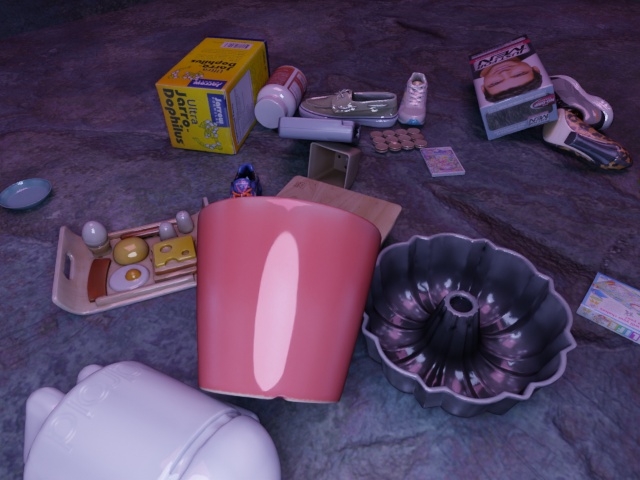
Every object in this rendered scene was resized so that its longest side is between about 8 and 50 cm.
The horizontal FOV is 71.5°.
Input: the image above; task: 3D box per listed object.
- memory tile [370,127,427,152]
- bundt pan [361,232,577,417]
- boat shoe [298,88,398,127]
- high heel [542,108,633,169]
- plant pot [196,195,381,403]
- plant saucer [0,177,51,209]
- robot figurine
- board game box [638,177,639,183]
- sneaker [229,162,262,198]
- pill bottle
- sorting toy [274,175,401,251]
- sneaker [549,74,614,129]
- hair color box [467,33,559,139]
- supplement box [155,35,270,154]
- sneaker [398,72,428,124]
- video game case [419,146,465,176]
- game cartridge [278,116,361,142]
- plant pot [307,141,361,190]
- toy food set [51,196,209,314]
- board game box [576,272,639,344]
[{"bbox_3d":[0.220,-0.284,1.256,0.148,0.012,0.113,-6,40,-5],"label":"memory tile"},{"bbox_3d":[0.222,0.141,0.731,0.331,0.124,0.330,-1,43,1],"label":"bundt pan"},{"bbox_3d":[0.084,-0.407,1.334,0.303,0.094,0.109,5,44,7],"label":"boat shoe"},{"bbox_3d":[0.717,-0.271,1.207,0.186,0.093,0.261,22,32,-6],"label":"high heel"},{"bbox_3d":[-0.057,0.096,0.640,0.275,0.275,0.243,4,73,6],"label":"plant pot"},{"bbox_3d":[-0.724,-0.110,1.097,0.119,0.021,0.119,-1,44,1],"label":"plant saucer"},{"bbox_3d":[-0.197,0.279,0.540,0.354,0.199,0.300,18,19,19],"label":"robot figurine"},{"bbox_3d":[0.877,-0.161,1.052,0.181,0.092,0.043,4,43,6],"label":"board game box"},{"bbox_3d":[-0.181,-0.097,1.019,0.083,0.087,0.221,-4,43,-2],"label":"sneaker"},{"bbox_3d":[-0.122,-0.433,1.348,0.121,0.121,0.216,9,44,11],"label":"pill bottle"},{"bbox_3d":[0.000,0.000,0.911,0.256,0.089,0.257,19,47,20],"label":"sorting toy"},{"bbox_3d":[0.725,-0.408,1.317,0.108,0.100,0.271,-20,46,-11],"label":"sneaker"},{"bbox_3d":[0.561,-0.466,1.326,0.185,0.113,0.374,-15,39,24],"label":"hair color box"},{"bbox_3d":[-0.291,-0.436,1.302,0.195,0.194,0.356,8,44,9],"label":"supplement box"},{"bbox_3d":[0.283,-0.429,1.353,0.088,0.092,0.228,7,45,6],"label":"sneaker"},{"bbox_3d":[0.322,-0.211,1.180,0.087,0.011,0.122,-5,43,-3],"label":"video game case"},{"bbox_3d":[-0.002,-0.287,1.152,0.198,0.062,0.297,2,13,9],"label":"game cartridge"},{"bbox_3d":[0.042,-0.190,1.106,0.109,0.109,0.096,24,36,24],"label":"plant pot"},{"bbox_3d":[-0.367,0.012,0.906,0.306,0.092,0.219,-15,45,-13],"label":"toy food set"},{"bbox_3d":[0.562,0.130,0.802,0.154,0.026,0.103,30,52,29],"label":"board game box"}]
